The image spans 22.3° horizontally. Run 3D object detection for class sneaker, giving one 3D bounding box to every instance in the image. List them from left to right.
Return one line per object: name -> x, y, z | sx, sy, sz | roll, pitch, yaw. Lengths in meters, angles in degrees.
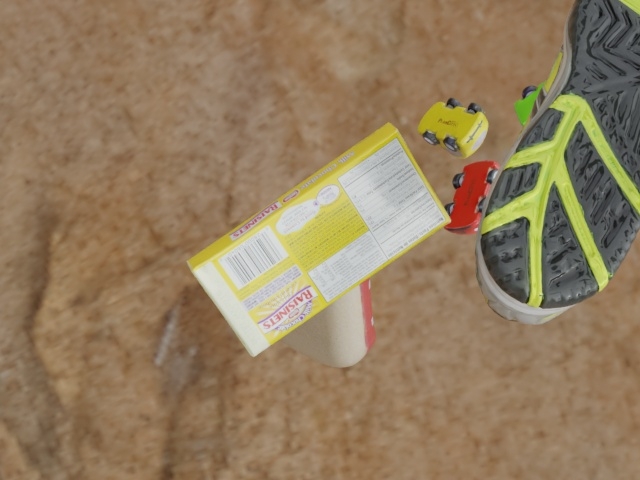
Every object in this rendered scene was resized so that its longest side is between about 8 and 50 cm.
sneaker -> 0.225, -0.102, 1.286 | 0.145, 0.147, 0.385 | 36, 71, 3

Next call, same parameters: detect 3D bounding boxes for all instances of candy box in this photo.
candy box -> 0.000, 0.000, 1.354 | 0.206, 0.027, 0.105 | -34, 123, -3

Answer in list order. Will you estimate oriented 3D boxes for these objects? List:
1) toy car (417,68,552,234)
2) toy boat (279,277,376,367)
toy car -> 0.229, -0.123, 1.901 | 0.053, 0.225, 0.239 | 42, 23, -34
toy boat -> 0.012, 0.034, 1.898 | 0.151, 0.151, 0.231 | -46, 147, -34
